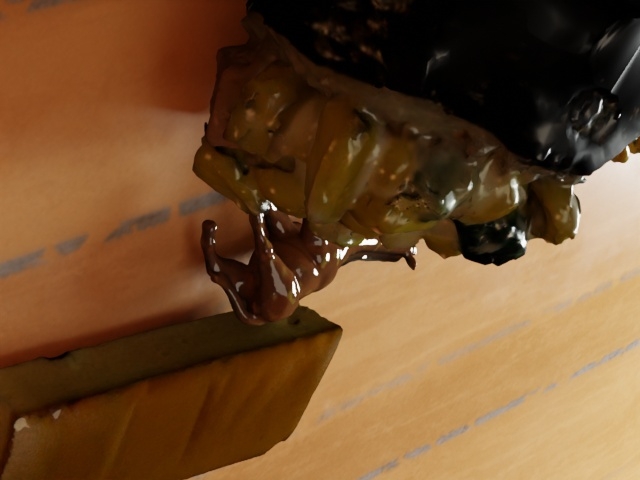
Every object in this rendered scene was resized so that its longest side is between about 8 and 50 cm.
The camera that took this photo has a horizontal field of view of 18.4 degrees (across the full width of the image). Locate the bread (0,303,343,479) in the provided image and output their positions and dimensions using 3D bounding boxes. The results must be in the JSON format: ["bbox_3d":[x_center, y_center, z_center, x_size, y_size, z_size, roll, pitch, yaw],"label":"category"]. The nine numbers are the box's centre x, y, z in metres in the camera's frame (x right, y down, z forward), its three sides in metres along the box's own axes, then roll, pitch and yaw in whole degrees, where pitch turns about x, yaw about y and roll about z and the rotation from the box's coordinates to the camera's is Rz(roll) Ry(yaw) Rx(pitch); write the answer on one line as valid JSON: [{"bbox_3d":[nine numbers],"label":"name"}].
[{"bbox_3d":[-0.143,0.143,1.655,0.361,0.077,0.138,-13,135,-45],"label":"bread"}]

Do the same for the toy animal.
[{"bbox_3d":[0.000,0.000,1.727,0.224,0.066,0.230,-53,139,-26],"label":"toy animal"}]

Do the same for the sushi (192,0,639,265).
[{"bbox_3d":[0.088,-0.112,1.505,0.328,0.328,0.285,8,106,-57],"label":"sushi"}]

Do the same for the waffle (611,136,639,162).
[{"bbox_3d":[0.293,-0.176,1.949,0.231,0.051,0.229,-2,124,-50],"label":"waffle"}]
